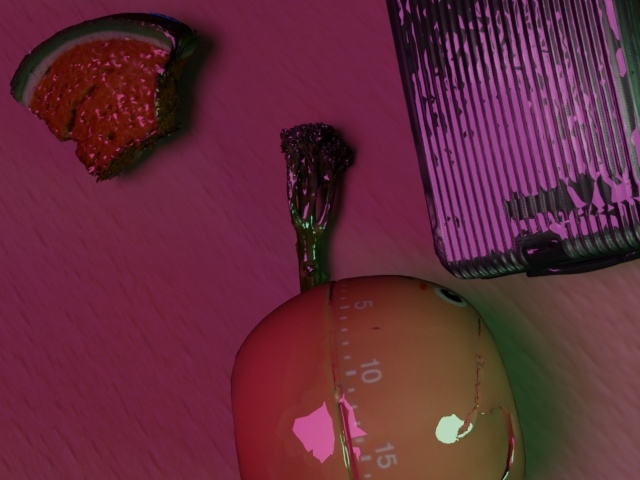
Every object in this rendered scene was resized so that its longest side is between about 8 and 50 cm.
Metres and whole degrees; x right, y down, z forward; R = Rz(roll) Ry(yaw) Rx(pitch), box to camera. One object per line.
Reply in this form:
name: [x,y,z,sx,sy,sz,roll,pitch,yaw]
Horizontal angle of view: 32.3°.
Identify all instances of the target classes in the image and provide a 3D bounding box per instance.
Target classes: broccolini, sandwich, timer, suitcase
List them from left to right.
sandwich: [-0.203,-0.160,1.127,0.235,0.079,0.159,-30,86,37]
broccolini: [-0.001,0.000,1.014,0.067,0.058,0.216,4,105,38]
timer: [0.045,0.140,0.861,0.214,0.229,0.230,-7,88,2]
suitcase: [0.162,-0.128,0.829,0.202,0.128,0.312,-12,86,36]
